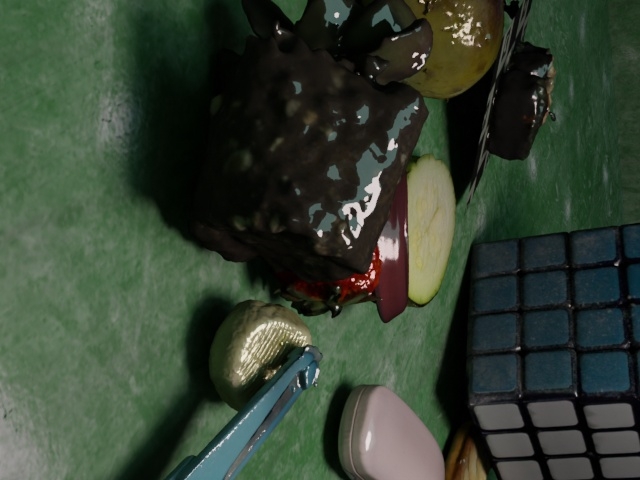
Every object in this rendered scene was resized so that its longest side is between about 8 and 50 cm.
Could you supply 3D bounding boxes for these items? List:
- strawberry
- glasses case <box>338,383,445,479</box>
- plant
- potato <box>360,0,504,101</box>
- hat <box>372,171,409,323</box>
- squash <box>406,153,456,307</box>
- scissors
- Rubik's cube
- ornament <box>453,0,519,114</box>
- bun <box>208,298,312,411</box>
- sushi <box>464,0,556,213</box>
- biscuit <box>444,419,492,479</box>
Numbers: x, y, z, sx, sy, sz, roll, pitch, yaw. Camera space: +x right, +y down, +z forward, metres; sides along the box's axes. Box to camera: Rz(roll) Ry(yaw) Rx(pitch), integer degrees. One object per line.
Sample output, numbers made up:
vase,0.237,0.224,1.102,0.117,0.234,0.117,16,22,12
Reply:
strawberry,0.005,0.004,0.964,0.131,0.131,0.148,53,43,-50
glasses case,0.097,0.281,1.192,0.297,0.075,0.113,55,43,-50
plant,-0.005,-0.108,0.829,0.188,0.199,0.276,137,-31,-68
potato,0.135,-0.324,1.156,0.210,0.173,0.307,-68,149,-32
hat,0.058,-0.002,1.087,0.205,0.089,0.205,-1,90,-82
squash,0.133,-0.016,1.309,0.219,0.041,0.219,-14,106,-59
scissors,-0.116,0.212,0.756,0.393,0.032,0.180,-46,131,-39
Rubik's cube,0.441,0.207,1.529,0.343,0.337,0.344,62,27,-43
ornament,0.273,-0.336,1.527,0.236,0.080,0.202,-54,137,-49
bun,-0.064,0.108,0.880,0.115,0.069,0.115,-16,113,-44
sushi,0.351,-0.240,1.541,0.373,0.100,0.296,-56,156,-53
biscuit,0.215,0.419,1.459,0.299,0.045,0.154,-65,145,-38
